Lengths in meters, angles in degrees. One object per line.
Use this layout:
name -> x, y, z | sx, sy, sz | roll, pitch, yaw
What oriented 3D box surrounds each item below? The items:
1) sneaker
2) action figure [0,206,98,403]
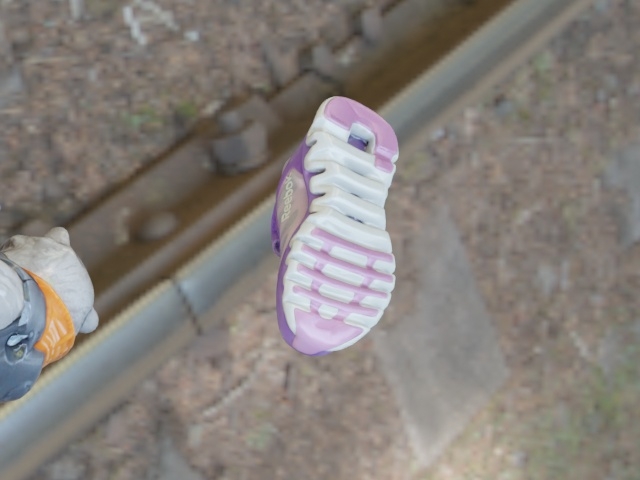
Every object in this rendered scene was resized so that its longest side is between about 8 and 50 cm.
sneaker -> 0.000, 0.000, 1.522 | 0.095, 0.104, 0.236 | 27, 50, -24
action figure -> -0.277, 0.097, 1.106 | 0.330, 0.341, 0.178 | -29, 72, -26
